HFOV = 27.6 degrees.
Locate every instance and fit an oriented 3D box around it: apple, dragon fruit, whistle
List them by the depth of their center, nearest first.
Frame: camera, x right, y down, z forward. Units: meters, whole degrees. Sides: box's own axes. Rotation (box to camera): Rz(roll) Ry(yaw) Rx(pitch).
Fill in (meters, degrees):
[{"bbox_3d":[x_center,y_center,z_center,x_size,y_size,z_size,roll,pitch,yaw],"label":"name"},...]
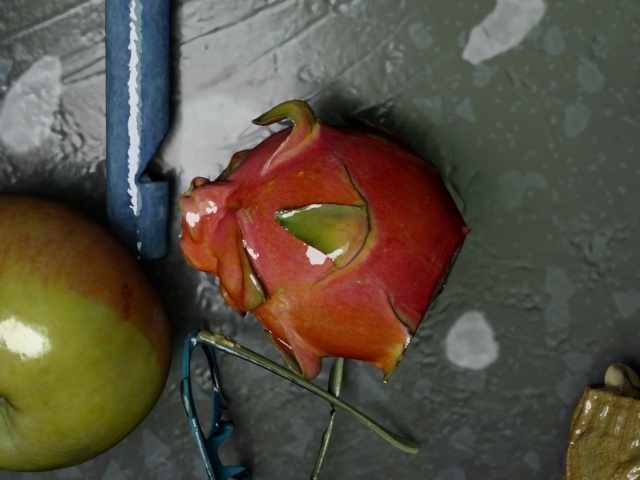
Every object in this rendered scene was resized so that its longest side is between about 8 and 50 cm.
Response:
[{"bbox_3d":[0.006,0.001,1.092,0.227,0.224,0.224,33,102,14],"label":"dragon fruit"},{"bbox_3d":[-0.257,0.080,1.119,0.261,0.194,0.261,11,129,14],"label":"apple"},{"bbox_3d":[-0.162,-0.134,1.156,0.062,0.062,0.304,3,101,3],"label":"whistle"}]

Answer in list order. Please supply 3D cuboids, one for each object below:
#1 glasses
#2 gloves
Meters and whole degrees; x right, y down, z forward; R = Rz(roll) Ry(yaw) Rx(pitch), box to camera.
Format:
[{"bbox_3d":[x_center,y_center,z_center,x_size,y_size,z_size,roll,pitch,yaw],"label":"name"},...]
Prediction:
[{"bbox_3d":[-0.027,0.178,1.213,0.207,0.102,0.239,-18,99,-21],"label":"glasses"},{"bbox_3d":[0.309,0.278,1.160,0.203,0.155,0.356,-6,97,1],"label":"gloves"}]
